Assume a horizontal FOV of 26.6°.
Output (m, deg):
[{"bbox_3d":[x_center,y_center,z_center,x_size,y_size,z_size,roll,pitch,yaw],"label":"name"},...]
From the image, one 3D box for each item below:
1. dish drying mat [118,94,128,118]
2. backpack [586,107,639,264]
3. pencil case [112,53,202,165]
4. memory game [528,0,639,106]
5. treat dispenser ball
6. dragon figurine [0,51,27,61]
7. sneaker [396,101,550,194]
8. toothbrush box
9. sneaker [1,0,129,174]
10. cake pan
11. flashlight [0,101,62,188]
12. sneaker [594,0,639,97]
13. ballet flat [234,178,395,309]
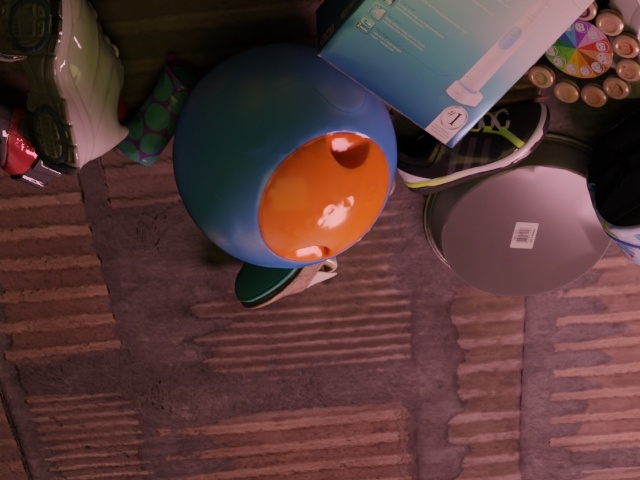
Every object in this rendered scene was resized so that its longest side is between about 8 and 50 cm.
[{"bbox_3d":[-0.286,-0.198,1.824,0.032,0.008,0.083,-11,130,5],"label":"dish drying mat"},{"bbox_3d":[0.535,-0.091,1.807,0.355,0.290,0.273,-15,142,18],"label":"backpack"},{"bbox_3d":[-0.217,-0.171,1.814,0.064,0.070,0.152,-10,147,-53],"label":"pencil case"},{"bbox_3d":[0.331,-0.246,1.761,0.186,0.012,0.186,22,145,17],"label":"memory game"},{"bbox_3d":[-0.046,-0.108,1.734,0.288,0.288,0.288,-2,131,-2],"label":"treat dispenser ball"},{"bbox_3d":[-0.446,-0.333,1.599,0.289,0.085,0.144,50,135,-8],"label":"dragon figurine"},{"bbox_3d":[0.199,-0.139,1.859,0.234,0.084,0.097,-25,127,17],"label":"sneaker"},{"bbox_3d":[0.166,-0.292,1.595,0.216,0.126,0.295,31,119,-22],"label":"toothbrush box"},{"bbox_3d":[-0.319,-0.238,1.728,0.111,0.129,0.297,16,121,35],"label":"sneaker"},{"bbox_3d":[0.299,-0.026,1.985,0.293,0.054,0.293,-2,131,-2],"label":"cake pan"},{"bbox_3d":[-0.463,-0.163,1.736,0.304,0.103,0.103,25,107,-41],"label":"flashlight"},{"bbox_3d":[0.391,-0.282,1.741,0.108,0.100,0.271,-18,130,18],"label":"sneaker"},{"bbox_3d":[0.000,0.000,1.959,0.106,0.108,0.316,18,129,-35],"label":"ballet flat"}]
